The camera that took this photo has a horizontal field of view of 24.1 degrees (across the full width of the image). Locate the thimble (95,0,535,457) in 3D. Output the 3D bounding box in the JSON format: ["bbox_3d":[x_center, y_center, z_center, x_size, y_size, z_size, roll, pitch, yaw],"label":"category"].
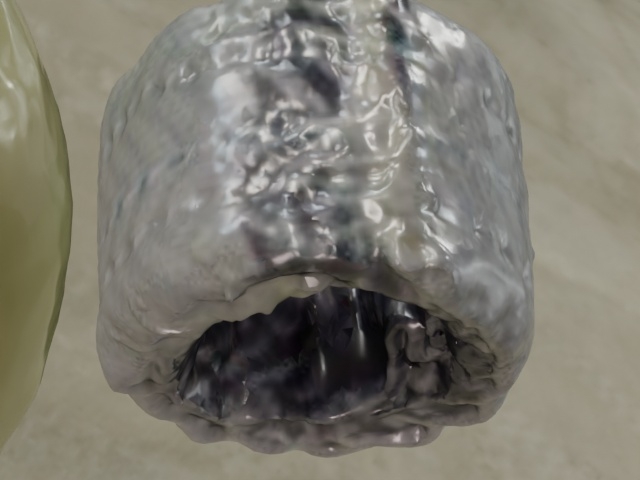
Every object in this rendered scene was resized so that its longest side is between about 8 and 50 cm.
[{"bbox_3d":[0.000,0.000,0.724,0.217,0.245,0.157,-2,62,-5],"label":"thimble"}]

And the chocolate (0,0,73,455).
[{"bbox_3d":[-0.215,-0.029,0.376,0.314,0.326,0.297,-19,31,-33],"label":"chocolate"}]
